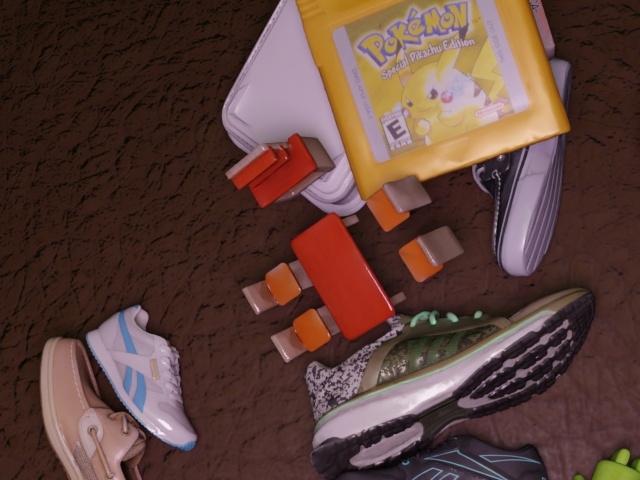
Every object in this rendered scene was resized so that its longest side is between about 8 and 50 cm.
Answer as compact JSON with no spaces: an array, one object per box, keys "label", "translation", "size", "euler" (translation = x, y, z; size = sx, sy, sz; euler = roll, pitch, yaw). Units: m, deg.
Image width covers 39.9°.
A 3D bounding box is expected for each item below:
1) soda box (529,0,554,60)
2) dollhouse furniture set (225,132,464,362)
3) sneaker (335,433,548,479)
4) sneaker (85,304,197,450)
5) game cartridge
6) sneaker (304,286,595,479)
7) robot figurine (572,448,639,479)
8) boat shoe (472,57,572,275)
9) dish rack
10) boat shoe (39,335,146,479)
[{"label":"soda box","translation":[0.295,-0.340,1.310],"size":[0.063,0.058,0.183],"euler":[-13,66,8]},{"label":"dollhouse furniture set","translation":[0.000,0.000,1.119],"size":[0.262,0.135,0.259],"euler":[-36,82,28]},{"label":"sneaker","translation":[0.149,0.296,1.081],"size":[0.267,0.101,0.106],"euler":[4,58,0]},{"label":"sneaker","translation":[-0.232,0.188,1.217],"size":[0.092,0.087,0.228],"euler":[-38,67,-5]},{"label":"game cartridge","translation":[0.134,-0.246,1.138],"size":[0.285,0.053,0.323],"euler":[-19,92,17]},{"label":"sneaker","translation":[0.149,0.136,1.123],"size":[0.410,0.158,0.182],"euler":[-26,52,-2]},{"label":"robot figurine","translation":[0.349,0.305,1.040],"size":[0.101,0.067,0.115],"euler":[22,76,8]},{"label":"boat shoe","translation":[0.266,-0.102,1.207],"size":[0.119,0.121,0.335],"euler":[4,60,24]},{"label":"dish rack","translation":[0.008,-0.233,1.262],"size":[0.285,0.072,0.333],"euler":[38,105,24]},{"label":"boat shoe","translation":[-0.285,0.281,1.183],"size":[0.110,0.121,0.341],"euler":[-20,76,1]}]
